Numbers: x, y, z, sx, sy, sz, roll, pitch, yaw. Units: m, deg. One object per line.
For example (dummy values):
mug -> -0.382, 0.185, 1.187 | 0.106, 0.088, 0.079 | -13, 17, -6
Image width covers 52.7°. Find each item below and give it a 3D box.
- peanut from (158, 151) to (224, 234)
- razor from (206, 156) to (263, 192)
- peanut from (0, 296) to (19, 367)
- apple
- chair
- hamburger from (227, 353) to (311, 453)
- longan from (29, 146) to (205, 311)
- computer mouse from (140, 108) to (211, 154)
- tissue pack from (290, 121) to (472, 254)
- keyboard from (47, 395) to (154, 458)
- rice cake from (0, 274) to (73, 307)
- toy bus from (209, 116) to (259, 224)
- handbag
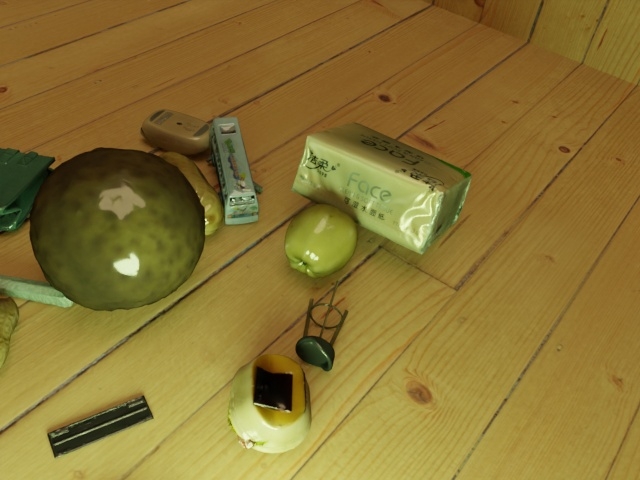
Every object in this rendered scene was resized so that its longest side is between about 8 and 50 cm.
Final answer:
peanut -> -0.373, -0.137, 1.772 | 0.148, 0.147, 0.319 | -18, 51, -26
razor -> -0.247, -0.204, 1.948 | 0.084, 0.036, 0.211 | -38, 65, -24
peanut -> -0.712, 0.205, 1.390 | 0.100, 0.099, 0.214 | -1, 49, -10
apple -> 0.000, 0.000, 1.655 | 0.200, 0.200, 0.200 | 5, 43, -4
chair -> 0.000, 0.205, 1.505 | 0.095, 0.104, 0.221 | -9, 34, 19
hamburger -> -0.104, 0.333, 1.333 | 0.173, 0.116, 0.210 | 7, 38, -13
longan -> -0.459, -0.025, 1.489 | 0.391, 0.391, 0.391 | 5, 43, -4
computer mouse -> -0.439, -0.334, 2.014 | 0.237, 0.082, 0.145 | 18, 44, 13
tissue pack -> 0.178, -0.161, 1.788 | 0.405, 0.205, 0.332 | 26, 27, 19
keyboard -> -0.442, 0.373, 1.303 | 0.198, 0.010, 0.063 | -18, 50, -26
rice cake -> -0.695, 0.113, 1.520 | 0.245, 0.042, 0.045 | 11, 45, 2
toy bus -> -0.252, -0.208, 1.844 | 0.109, 0.136, 0.329 | -9, 56, -12
handbag -> -0.882, -0.140, 1.728 | 0.269, 0.100, 0.274 | 8, 41, 5
